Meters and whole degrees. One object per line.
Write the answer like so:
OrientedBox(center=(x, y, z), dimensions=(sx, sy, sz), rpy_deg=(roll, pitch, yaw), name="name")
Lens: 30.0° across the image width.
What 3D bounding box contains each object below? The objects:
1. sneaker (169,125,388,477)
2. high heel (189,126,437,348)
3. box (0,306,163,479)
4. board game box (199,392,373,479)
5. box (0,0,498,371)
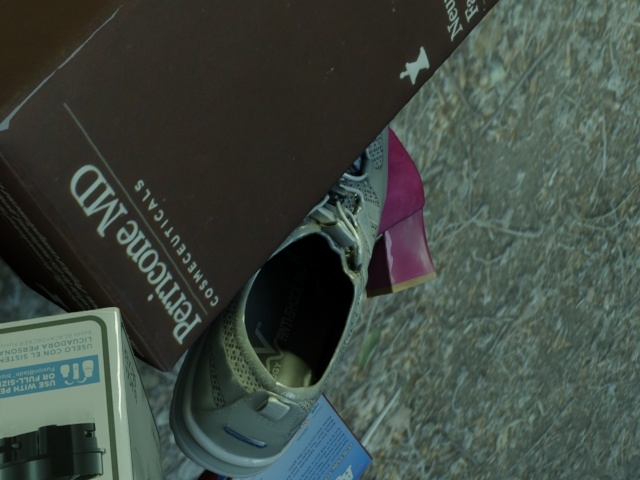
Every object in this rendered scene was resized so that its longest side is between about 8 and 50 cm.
OrientedBox(center=(0.000, 0.000, 0.706), dimensions=(0.105, 0.115, 0.281), rpy_deg=(22, 62, -18), name="sneaker")
OrientedBox(center=(-0.026, -0.003, 0.800), dimensions=(0.244, 0.082, 0.117), rpy_deg=(-15, 90, -29), name="high heel")
OrientedBox(center=(-0.103, 0.195, 0.493), dimensions=(0.087, 0.290, 0.169), rpy_deg=(-8, 152, -5), name="box")
OrientedBox(center=(-0.073, 0.242, 0.899), dimensions=(0.281, 0.027, 0.145), rpy_deg=(-51, 140, -17), name="board game box")
OrientedBox(center=(-0.036, -0.143, 0.634), dimensions=(0.381, 0.143, 0.191), rpy_deg=(-48, 141, -18), name="box")
